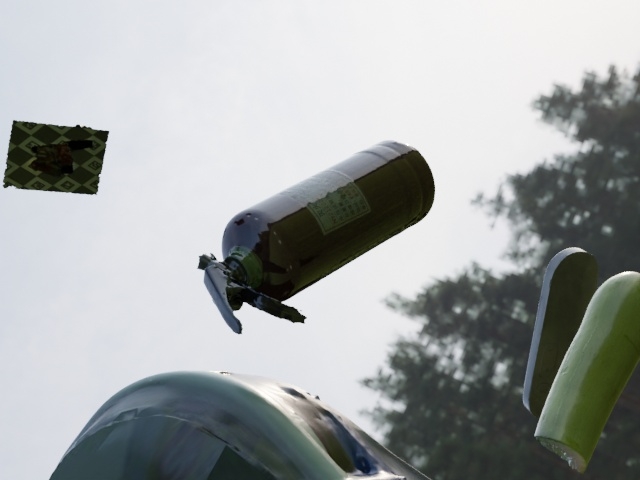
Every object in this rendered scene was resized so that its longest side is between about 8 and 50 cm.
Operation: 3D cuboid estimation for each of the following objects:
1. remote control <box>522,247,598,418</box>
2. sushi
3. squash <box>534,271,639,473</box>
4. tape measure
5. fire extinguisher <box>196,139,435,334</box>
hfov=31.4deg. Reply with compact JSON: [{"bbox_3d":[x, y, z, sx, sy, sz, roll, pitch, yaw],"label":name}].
[{"bbox_3d":[0.318,0.126,1.516,0.077,0.022,0.245,-2,-68,-24],"label":"remote control"},{"bbox_3d":[-0.332,-0.110,1.428,0.126,0.120,0.026,114,154,-47],"label":"sushi"},{"bbox_3d":[0.301,0.135,1.235,0.250,0.083,0.083,-55,-28,-28],"label":"squash"},{"bbox_3d":[-0.071,0.221,0.814,0.259,0.262,0.138,-52,-19,10],"label":"tape measure"},{"bbox_3d":[0.000,0.000,0.807,0.231,0.099,0.071,-31,-40,-44],"label":"fire extinguisher"}]
